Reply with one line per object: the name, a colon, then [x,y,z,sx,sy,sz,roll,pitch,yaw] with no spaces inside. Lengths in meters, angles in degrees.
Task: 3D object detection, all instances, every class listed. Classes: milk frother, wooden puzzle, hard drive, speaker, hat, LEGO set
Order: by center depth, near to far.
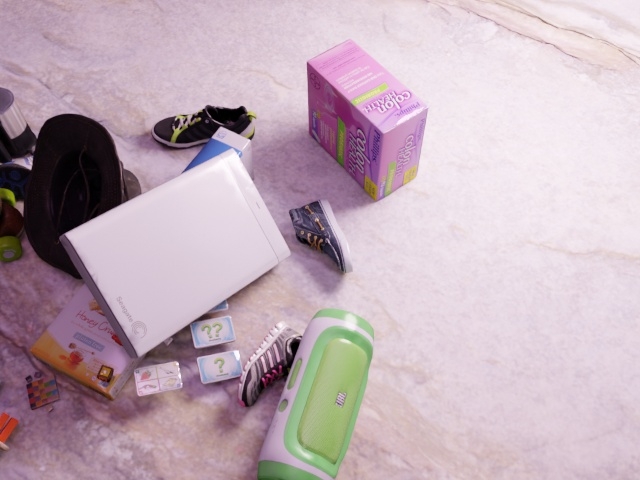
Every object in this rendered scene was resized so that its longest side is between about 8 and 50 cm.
speaker: [-0.002,0.265,1.107,0.131,0.131,0.296,14,58,10]
LEGO set: [-0.268,0.169,1.178,0.244,0.060,0.182,-8,64,-19]
wooden puzzle: [-0.487,0.265,1.185,0.049,0.006,0.083,-19,59,-11]
hard drive: [-0.238,0.012,1.191,0.353,0.047,0.233,-34,101,-34]
hat: [-0.433,-0.086,1.303,0.134,0.331,0.331,-2,44,-51]
milk frother: [-0.638,-0.242,1.442,0.143,0.135,0.129,-16,59,-9]

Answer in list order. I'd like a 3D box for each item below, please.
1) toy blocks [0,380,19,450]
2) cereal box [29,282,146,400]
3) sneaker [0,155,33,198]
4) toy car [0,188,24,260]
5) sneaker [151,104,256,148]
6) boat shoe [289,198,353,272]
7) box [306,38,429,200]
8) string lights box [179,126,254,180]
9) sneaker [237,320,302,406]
toy blocks: [-0.564,0.306,1.133,0.123,0.054,0.148,17,59,13]
cereal box: [-0.381,0.148,1.235,0.173,0.047,0.240,23,60,14]
sneaker: [-0.590,-0.141,1.423,0.211,0.080,0.081,-2,31,2]
toy car: [-0.669,-0.059,1.291,0.149,0.188,0.155,-18,58,-11]
sneaker: [-0.255,-0.263,1.471,0.235,0.097,0.084,-3,57,-1]
boat shoe: [0.000,0.000,1.321,0.083,0.065,0.183,-17,52,-9]
box: [0.088,-0.245,1.385,0.117,0.213,0.243,-33,63,-19]
string lights box: [-0.232,-0.084,1.333,0.077,0.133,0.259,26,61,14]
sneaker: [-0.080,0.220,1.174,0.075,0.063,0.170,20,54,20]
